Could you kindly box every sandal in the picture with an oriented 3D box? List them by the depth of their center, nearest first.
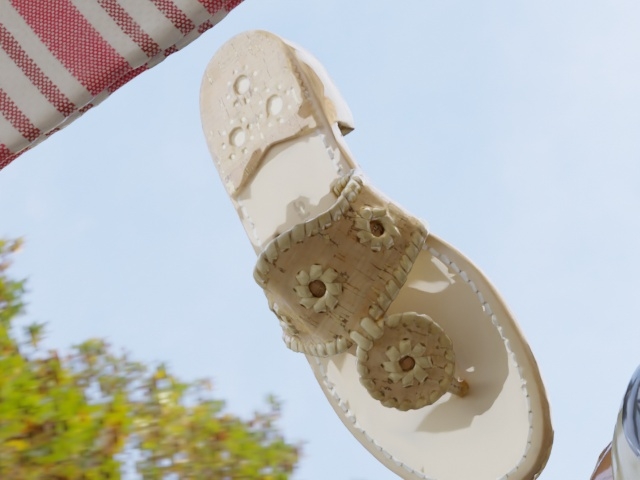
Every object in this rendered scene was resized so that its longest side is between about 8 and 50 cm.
[{"bbox_3d":[-0.004,0.004,0.754,0.079,0.088,0.240,14,-143,-50],"label":"sandal"}]

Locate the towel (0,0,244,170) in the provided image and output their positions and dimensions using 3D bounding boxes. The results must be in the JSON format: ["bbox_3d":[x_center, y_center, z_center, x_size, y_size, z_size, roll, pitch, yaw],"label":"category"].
[{"bbox_3d":[-0.097,-0.116,0.720,0.197,0.029,0.144,-37,-112,-7],"label":"towel"}]

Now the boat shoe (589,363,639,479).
[{"bbox_3d":[0.114,0.167,0.482,0.122,0.120,0.324,22,-143,-10],"label":"boat shoe"}]
